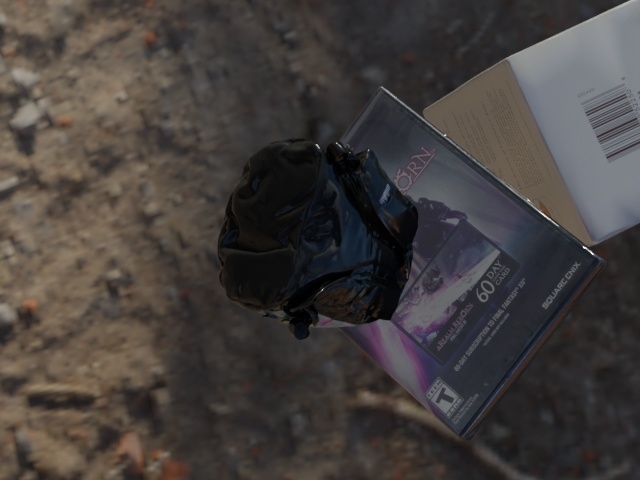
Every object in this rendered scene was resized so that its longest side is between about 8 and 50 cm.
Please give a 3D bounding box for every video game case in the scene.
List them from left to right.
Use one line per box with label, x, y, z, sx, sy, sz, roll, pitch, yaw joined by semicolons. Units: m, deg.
video game case;0.091;0.016;1.567;0.274;0.196;0.026;41;9;28

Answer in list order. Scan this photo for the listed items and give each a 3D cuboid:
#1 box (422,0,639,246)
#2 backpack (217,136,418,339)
box;0.269;-0.108;1.958;0.168;0.345;0.215;-25;90;-12
backpack;0.000;0.000;1.380;0.182;0.115;0.152;22;88;-60
